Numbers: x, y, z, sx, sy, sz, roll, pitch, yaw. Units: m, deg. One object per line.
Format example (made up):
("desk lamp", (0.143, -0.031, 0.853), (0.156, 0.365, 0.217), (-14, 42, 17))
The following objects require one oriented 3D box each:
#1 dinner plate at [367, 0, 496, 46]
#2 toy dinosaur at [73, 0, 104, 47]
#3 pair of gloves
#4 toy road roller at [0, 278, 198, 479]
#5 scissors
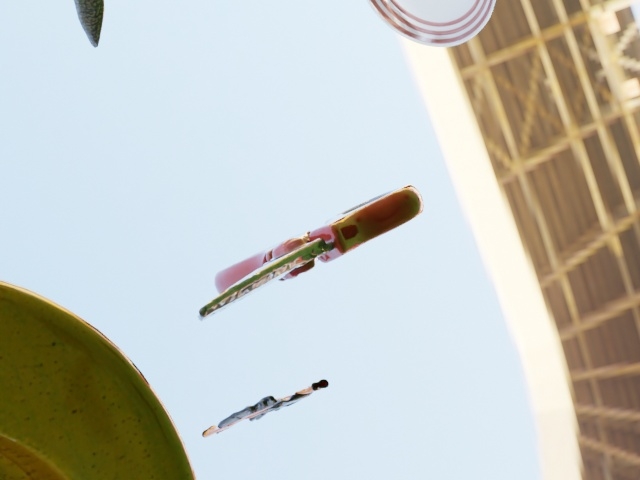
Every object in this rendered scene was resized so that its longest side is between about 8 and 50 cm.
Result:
("dinner plate", (0.090, -0.230, 1.334), (0.017, 0.141, 0.141), (-42, -68, -42))
("toy dinosaur", (-0.101, -0.227, 0.524), (0.121, 0.160, 0.313), (-49, -43, -63))
("pair of gloves", (-0.042, 0.123, 1.177), (0.083, 0.074, 0.010), (-14, -103, -50))
("toy road roller", (-0.069, 0.132, 0.497), (0.330, 0.202, 0.240), (1, -96, -30))
("scissors", (0.000, 0.000, 0.664), (0.297, 0.109, 0.021), (139, 108, -89))
